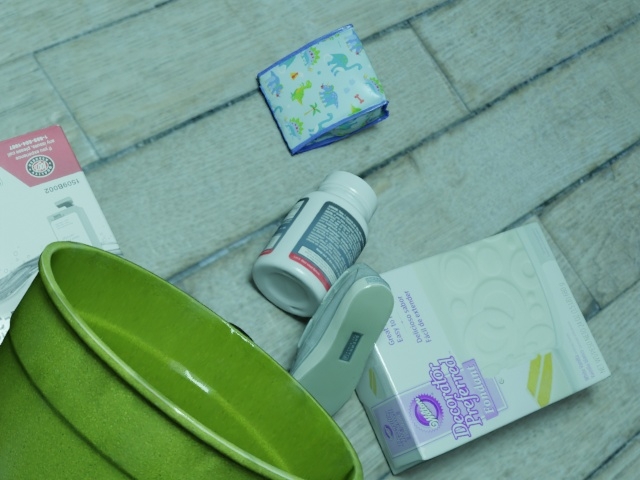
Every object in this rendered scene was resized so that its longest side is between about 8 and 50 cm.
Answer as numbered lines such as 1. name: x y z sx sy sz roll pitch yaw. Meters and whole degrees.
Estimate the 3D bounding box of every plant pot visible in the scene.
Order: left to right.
1. plant pot: -0.210 0.249 1.041 0.366 0.366 0.353 37 96 -7

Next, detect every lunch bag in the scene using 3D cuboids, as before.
1. lunch bag: 0.003 -0.203 1.505 0.151 0.096 0.129 -25 79 -1

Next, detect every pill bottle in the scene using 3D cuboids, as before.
1. pill bottle: 0.000 0.000 1.407 0.108 0.108 0.180 38 59 -6

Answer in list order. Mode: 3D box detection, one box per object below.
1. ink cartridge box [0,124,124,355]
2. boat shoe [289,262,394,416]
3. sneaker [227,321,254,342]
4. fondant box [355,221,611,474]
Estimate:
1. ink cartridge box: -0.335 0.039 1.230 0.207 0.117 0.283 -23 80 -31
2. boat shoe: 0.014 0.129 1.335 0.079 0.228 0.081 22 20 -25
3. sneaker: -0.067 0.259 1.225 0.146 0.122 0.330 -41 56 3
4. fondant box: 0.197 0.136 1.450 0.330 0.096 0.238 -18 77 -29
